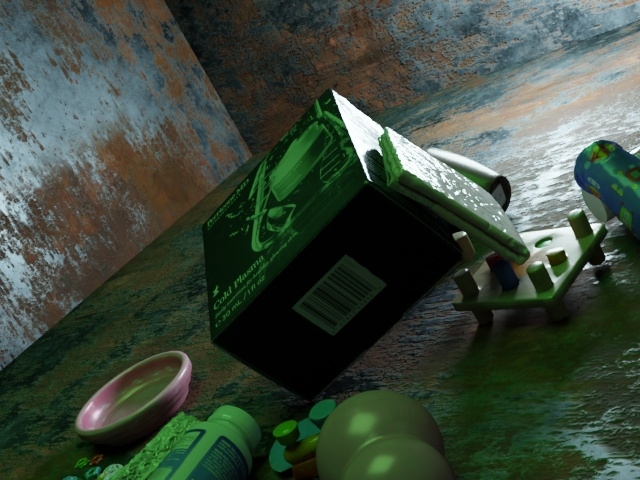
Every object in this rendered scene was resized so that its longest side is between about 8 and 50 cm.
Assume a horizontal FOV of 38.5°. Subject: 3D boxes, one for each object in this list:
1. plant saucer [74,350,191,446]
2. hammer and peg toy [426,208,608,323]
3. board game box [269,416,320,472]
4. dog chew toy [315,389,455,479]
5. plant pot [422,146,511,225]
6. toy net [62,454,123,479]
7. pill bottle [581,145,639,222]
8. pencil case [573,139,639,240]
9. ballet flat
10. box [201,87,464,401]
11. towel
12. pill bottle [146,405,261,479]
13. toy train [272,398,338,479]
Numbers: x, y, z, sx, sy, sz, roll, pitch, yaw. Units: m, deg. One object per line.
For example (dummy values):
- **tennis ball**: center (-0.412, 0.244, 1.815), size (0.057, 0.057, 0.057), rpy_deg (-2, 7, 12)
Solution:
- **plant saucer**: center (-0.466, 0.413, 2.342), size (0.332, 0.084, 0.332), rpy_deg (-26, 18, 9)
- **hammer and peg toy**: center (0.387, 0.066, 1.901), size (0.361, 0.127, 0.266), rpy_deg (-9, 28, 48)
- **board game box**: center (-0.022, 0.397, 1.779), size (0.169, 0.033, 0.133), rpy_deg (-30, 22, 17)
- **dog chew toy**: center (0.111, 0.370, 1.381), size (0.206, 0.206, 0.332), rpy_deg (-29, 25, 0)
- **plant pot**: center (0.370, -0.126, 2.385), size (0.230, 0.215, 0.215), rpy_deg (12, 43, 44)
- **toy net**: center (-0.508, 0.546, 2.109), size (0.232, 0.045, 0.122), rpy_deg (-14, 21, 37)
- **pill bottle**: center (0.685, -0.131, 1.990), size (0.216, 0.121, 0.121), rpy_deg (-31, 17, -3)
- **pencil case**: center (0.624, -0.081, 1.807), size (0.119, 0.133, 0.306), rpy_deg (-20, 40, -11)
- **ballet flat**: center (-0.345, 0.502, 1.845), size (0.147, 0.147, 0.409), rpy_deg (-13, 24, 42)
- **box**: center (0.000, 0.000, 2.021), size (0.480, 0.297, 0.472), rpy_deg (-46, 27, 17)
- **towel**: center (0.260, -0.093, 1.855), size (0.053, 0.317, 0.332), rpy_deg (-55, 13, 17)
- **pill bottle**: center (-0.225, 0.446, 1.757), size (0.152, 0.152, 0.272), rpy_deg (-16, 21, 36)
- **toy train**: center (-0.043, 0.388, 1.645), size (0.248, 0.143, 0.105), rpy_deg (-25, 18, 14)
